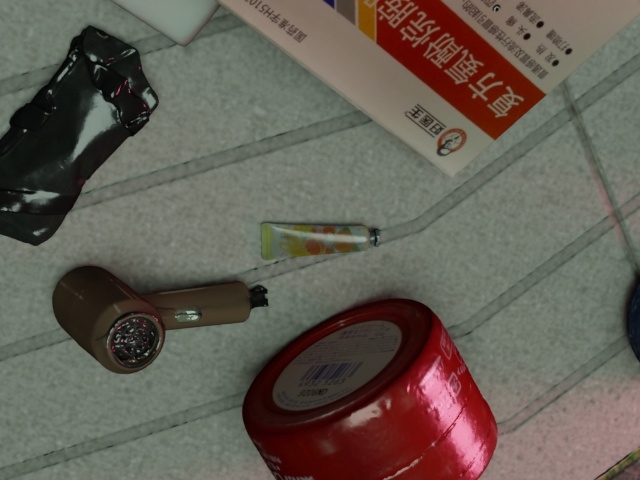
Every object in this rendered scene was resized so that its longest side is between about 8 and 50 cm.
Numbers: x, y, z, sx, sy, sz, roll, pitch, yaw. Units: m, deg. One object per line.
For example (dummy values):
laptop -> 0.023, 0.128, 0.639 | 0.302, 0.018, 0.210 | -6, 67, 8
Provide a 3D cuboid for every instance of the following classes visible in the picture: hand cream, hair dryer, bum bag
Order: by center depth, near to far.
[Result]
bum bag -> -0.210, -0.077, 1.094 | 0.087, 0.049, 0.197 | 39, 98, -14
hair dryer -> -0.121, 0.058, 1.137 | 0.182, 0.117, 0.064 | -7, 108, -29
hand cream -> 0.040, 0.148, 1.141 | 0.193, 0.193, 0.125 | -30, 108, 0
hand cream -> 0.000, 0.000, 1.175 | 0.102, 0.022, 0.035 | -2, 113, -5

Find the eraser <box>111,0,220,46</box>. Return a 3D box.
eraser -> -0.165, -0.287, 1.007 | 0.270, 0.095, 0.174 | 32, 115, -18

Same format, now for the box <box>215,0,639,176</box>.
box -> 0.065, -0.206, 1.011 | 0.214, 0.069, 0.353 | -42, 132, 17

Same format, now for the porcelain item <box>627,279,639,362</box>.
porcelain item -> 0.359, 0.081, 1.219 | 0.147, 0.114, 0.147 | -4, 108, -11
